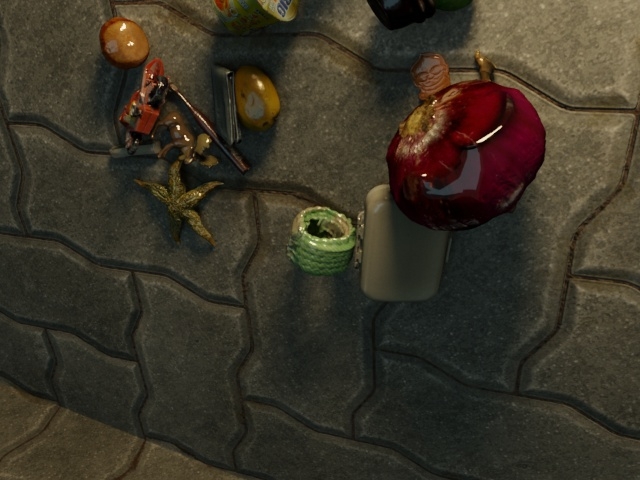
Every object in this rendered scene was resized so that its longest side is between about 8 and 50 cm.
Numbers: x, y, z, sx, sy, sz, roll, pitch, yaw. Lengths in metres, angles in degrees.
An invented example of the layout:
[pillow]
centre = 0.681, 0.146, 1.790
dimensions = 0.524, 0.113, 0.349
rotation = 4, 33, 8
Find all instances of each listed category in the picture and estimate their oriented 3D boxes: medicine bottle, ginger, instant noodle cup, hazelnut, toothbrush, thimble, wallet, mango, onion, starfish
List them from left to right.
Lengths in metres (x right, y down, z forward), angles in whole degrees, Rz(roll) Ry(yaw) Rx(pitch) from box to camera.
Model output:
[hazelnut]
centre = -0.591, -0.591, 1.695
dimensions = 0.151, 0.150, 0.150
rotation = 10, 121, 16
[starfish]
centre = -0.466, -0.123, 1.944
dimensions = 0.347, 0.078, 0.357
rotation = -32, 103, 30
[toothbrush]
centre = -0.353, -0.354, 1.779
dimensions = 0.041, 0.041, 0.364
rotation = -36, 100, 33
[wallet]
centre = -0.283, -0.402, 1.664
dimensions = 0.167, 0.036, 0.221
rotation = 45, 142, 52
[instant noodle cup]
centre = -0.179, -0.641, 1.465
dimensions = 0.153, 0.205, 0.204
rotation = -12, 114, 38
[mango]
centre = -0.193, -0.415, 1.643
dimensions = 0.137, 0.098, 0.195
rotation = -19, 107, 18
[thimble]
centre = 0.000, 0.000, 1.737
dimensions = 0.219, 0.219, 0.150
rotation = 21, 126, 9
[medicine bottle]
centre = 0.246, 0.015, 1.674
dimensions = 0.283, 0.123, 0.374
rotation = 0, 120, -4
[onion]
centre = 0.395, -0.166, 1.427
dimensions = 0.399, 0.398, 0.420
rotation = -26, 129, 31
[ginger]
centre = 0.423, -0.441, 1.429
dimensions = 0.048, 0.030, 0.097
rotation = 1, 120, 53

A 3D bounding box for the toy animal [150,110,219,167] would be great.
[toy animal]
centre = -0.435, -0.314, 1.797
dimensions = 0.186, 0.094, 0.214
rotation = -20, 94, 6

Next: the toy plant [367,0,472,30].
[toy plant]
centre = 0.235, -0.610, 1.333
dimensions = 0.235, 0.175, 0.218
rotation = -36, 96, 7

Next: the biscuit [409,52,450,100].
[biscuit]
centre = 0.292, -0.433, 1.491
dimensions = 0.102, 0.019, 0.130
rotation = -9, 114, 25

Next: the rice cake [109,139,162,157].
[rice cake]
centre = -0.630, -0.310, 1.920
dimensions = 0.207, 0.036, 0.047
rotation = -4, 129, 23

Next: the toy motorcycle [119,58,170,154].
[toy motorcycle]
centre = -0.556, -0.412, 1.765
dimensions = 0.089, 0.171, 0.298
rotation = 16, 129, -32
